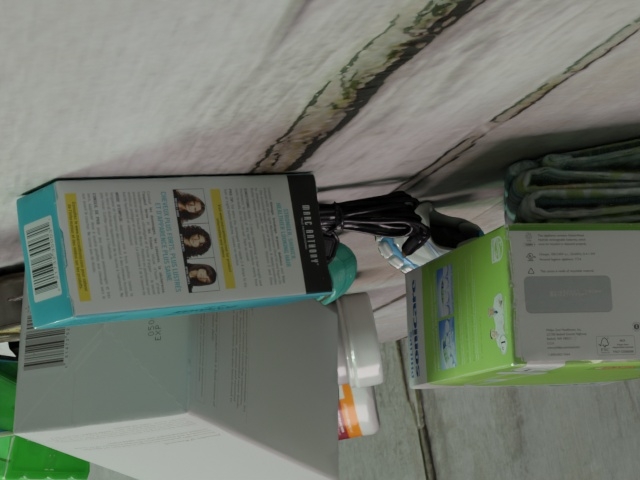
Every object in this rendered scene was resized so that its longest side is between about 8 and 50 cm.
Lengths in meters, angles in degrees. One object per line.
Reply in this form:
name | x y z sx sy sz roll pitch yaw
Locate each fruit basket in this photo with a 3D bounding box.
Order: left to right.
fruit basket | -0.458 0.190 1.841 0.353 0.165 0.327 19 179 25

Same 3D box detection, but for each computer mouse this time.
computer mouse | 0.000 0.000 1.402 0.184 0.060 0.262 -1 160 -11

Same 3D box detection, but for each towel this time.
towel | 0.338 -0.039 1.460 0.320 0.090 0.374 -10 173 6

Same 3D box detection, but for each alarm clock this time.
alarm clock | -0.278 0.059 1.449 0.129 0.064 0.192 -9 175 -9

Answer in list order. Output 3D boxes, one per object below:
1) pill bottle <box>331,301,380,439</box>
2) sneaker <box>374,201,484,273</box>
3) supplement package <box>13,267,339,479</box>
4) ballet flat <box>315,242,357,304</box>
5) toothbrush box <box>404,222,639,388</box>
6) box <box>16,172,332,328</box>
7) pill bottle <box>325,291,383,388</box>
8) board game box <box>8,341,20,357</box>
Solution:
pill bottle | -0.115 0.232 2.372 0.392 0.224 0.224 -10 173 3
sneaker | 0.150 0.023 1.521 0.191 0.071 0.083 31 139 -26
supplement package | -0.120 0.118 1.364 0.175 0.177 0.293 -10 156 23
ballet flat | -0.053 0.052 1.662 0.247 0.083 0.087 -14 -174 42
toothbrush box | 0.214 0.065 1.336 0.206 0.122 0.283 0 169 -13
box | -0.106 0.005 1.139 0.244 0.100 0.060 -3 171 -41
pill bottle | -0.080 0.160 2.060 0.318 0.176 0.176 -10 173 -2
board game box | -0.269 0.103 1.883 0.243 0.042 0.165 -9 173 -10
